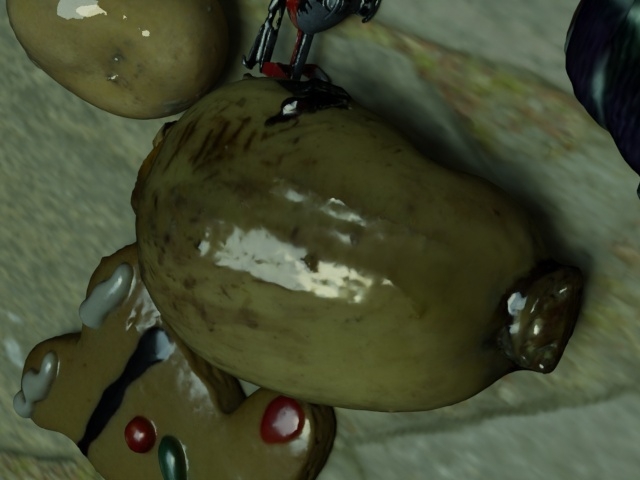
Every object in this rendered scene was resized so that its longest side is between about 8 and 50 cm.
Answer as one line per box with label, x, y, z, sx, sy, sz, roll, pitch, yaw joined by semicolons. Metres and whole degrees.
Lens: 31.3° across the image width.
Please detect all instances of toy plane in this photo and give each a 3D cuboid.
toy plane;-0.004;-0.129;0.611;0.060;0.037;0.145;32;114;31

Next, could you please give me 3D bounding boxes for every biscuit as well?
biscuit;-0.073;0.146;0.706;0.301;0.049;0.197;48;124;17

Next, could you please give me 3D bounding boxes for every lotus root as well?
lotus root;0.000;0.000;0.570;0.257;0.140;0.154;17;115;24

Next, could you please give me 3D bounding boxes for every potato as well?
potato;-0.118;-0.132;0.649;0.147;0.112;0.112;31;115;19

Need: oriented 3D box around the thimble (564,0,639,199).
thimble;0.208;-0.061;0.370;0.237;0.237;0.150;41;122;22
